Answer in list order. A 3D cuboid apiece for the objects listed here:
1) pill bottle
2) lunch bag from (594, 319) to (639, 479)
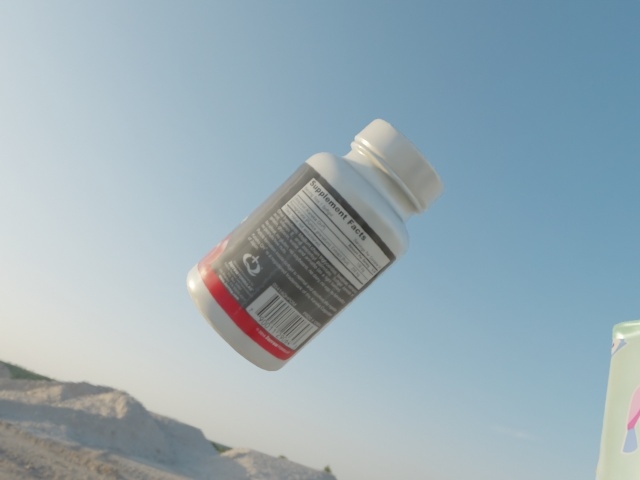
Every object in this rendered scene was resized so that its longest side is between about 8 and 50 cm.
[{"bbox_3d":[0.000,0.000,0.664,0.176,0.318,0.176,47,1,-2],"label":"pill bottle"},{"bbox_3d":[0.275,0.178,0.240,0.263,0.223,0.160,27,-23,-5],"label":"lunch bag"}]
